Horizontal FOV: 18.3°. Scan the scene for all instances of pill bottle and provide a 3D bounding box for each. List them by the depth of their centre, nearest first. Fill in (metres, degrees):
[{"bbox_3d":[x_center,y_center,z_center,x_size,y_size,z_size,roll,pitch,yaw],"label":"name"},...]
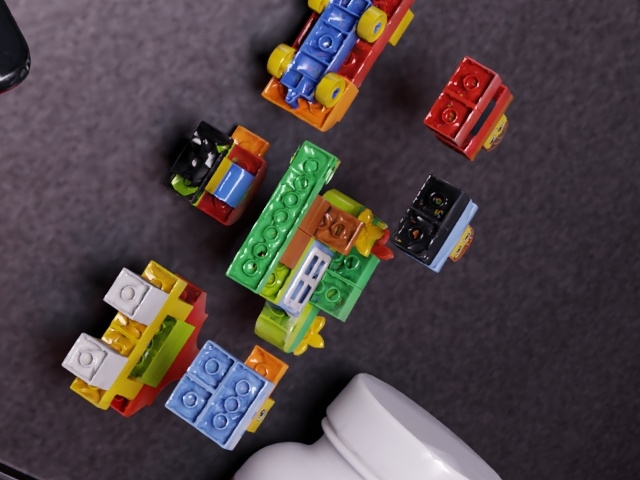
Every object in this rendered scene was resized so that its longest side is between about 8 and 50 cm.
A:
[{"bbox_3d":[-0.015,0.170,0.889,0.121,0.121,0.216,34,97,-37],"label":"pill bottle"}]

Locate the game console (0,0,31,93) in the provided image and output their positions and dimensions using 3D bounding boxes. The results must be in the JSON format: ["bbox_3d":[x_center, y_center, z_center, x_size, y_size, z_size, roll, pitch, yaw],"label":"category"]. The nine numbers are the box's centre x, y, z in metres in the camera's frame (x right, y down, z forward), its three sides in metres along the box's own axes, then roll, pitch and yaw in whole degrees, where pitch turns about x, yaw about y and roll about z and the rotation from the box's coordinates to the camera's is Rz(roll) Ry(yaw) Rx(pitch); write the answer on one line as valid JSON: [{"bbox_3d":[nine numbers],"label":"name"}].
[{"bbox_3d":[-0.187,-0.097,0.672,0.144,0.124,0.085,-22,151,-16],"label":"game console"}]

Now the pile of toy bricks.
[{"bbox_3d":[0.000,0.000,0.825,0.212,0.118,0.105,-57,160,-1],"label":"pile of toy bricks"}]
